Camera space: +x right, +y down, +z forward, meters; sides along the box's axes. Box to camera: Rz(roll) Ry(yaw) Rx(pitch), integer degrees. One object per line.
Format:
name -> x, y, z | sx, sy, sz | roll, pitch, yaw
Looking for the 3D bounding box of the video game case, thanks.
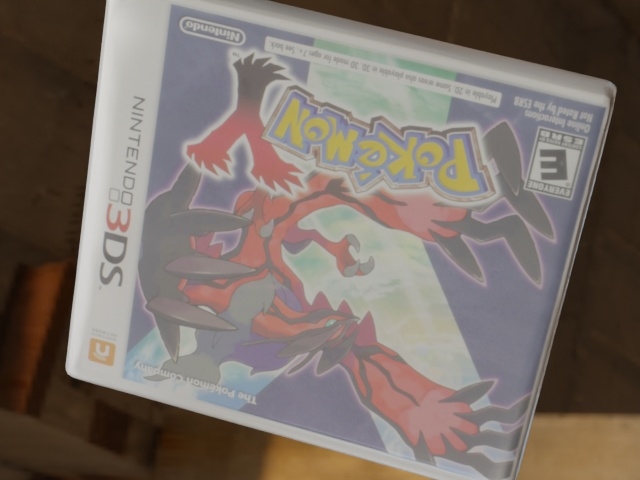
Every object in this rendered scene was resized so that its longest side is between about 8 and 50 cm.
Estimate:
video game case -> 0.000, 0.000, 0.632 | 0.023, 0.201, 0.183 | -58, -19, -63
